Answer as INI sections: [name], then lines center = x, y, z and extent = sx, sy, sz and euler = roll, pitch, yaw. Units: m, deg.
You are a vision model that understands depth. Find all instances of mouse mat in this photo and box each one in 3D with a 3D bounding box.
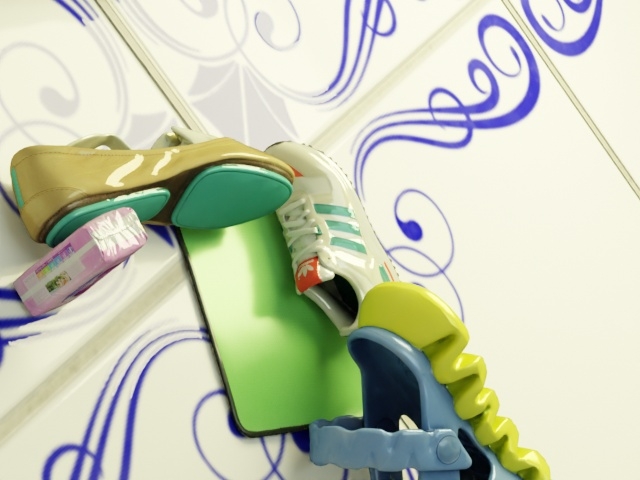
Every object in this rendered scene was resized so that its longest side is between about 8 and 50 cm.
[mouse mat]
center = -0.033, 0.051, 1.232
extent = 0.152, 0.007, 0.190
euler = -1, 67, -47

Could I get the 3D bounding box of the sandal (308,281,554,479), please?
[sandal]
center = 0.096, 0.188, 1.216
extent = 0.138, 0.126, 0.317
euler = -44, 104, -24

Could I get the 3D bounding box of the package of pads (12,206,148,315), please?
[package of pads]
center = -0.154, 0.013, 1.064
extent = 0.032, 0.083, 0.050
euler = 58, 35, 5

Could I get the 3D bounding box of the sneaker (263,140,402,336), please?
[sneaker]
center = 0.000, 0.000, 1.248
extent = 0.161, 0.057, 0.075
euler = 59, 33, -5

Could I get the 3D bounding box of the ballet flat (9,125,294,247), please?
[ballet flat]
center = -0.113, -0.048, 1.150
extent = 0.232, 0.080, 0.073
euler = -8, 58, -47
